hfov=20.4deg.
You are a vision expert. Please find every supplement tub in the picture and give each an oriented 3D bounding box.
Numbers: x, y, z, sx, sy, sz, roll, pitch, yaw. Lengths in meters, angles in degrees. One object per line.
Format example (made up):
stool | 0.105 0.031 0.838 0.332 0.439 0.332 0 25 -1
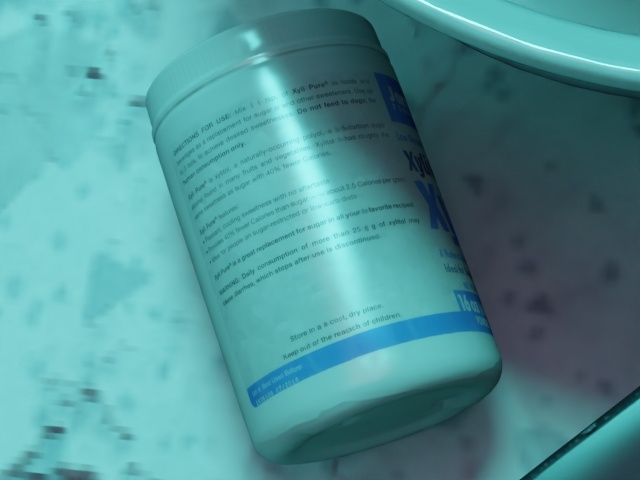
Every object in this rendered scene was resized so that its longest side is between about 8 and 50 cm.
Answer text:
supplement tub | 0.000 0.000 0.478 0.071 0.071 0.107 -19 74 0

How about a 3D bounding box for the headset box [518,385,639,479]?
headset box | 0.136 0.140 0.395 0.283 0.131 0.246 -36 74 -5

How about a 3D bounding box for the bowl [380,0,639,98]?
bowl | 0.102 -0.155 0.481 0.298 0.134 0.298 -1 75 5
